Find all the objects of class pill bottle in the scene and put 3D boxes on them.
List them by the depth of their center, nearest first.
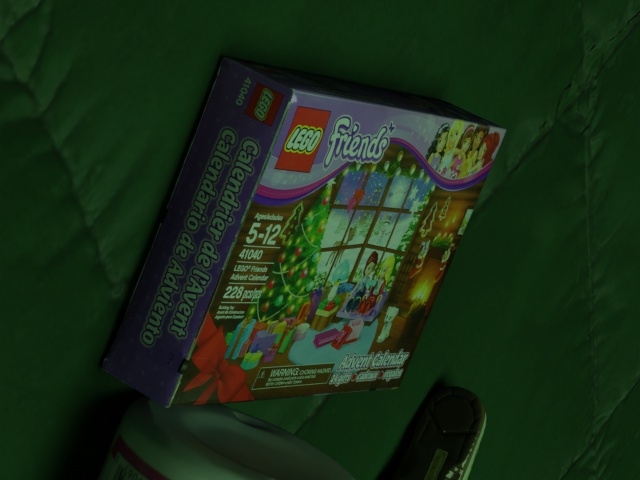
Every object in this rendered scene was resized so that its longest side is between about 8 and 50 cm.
[{"bbox_3d":[-0.095,0.251,1.165,0.160,0.160,0.283,8,109,-61],"label":"pill bottle"}]

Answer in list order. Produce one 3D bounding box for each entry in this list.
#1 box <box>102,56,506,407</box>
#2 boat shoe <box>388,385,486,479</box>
[{"bbox_3d":[0.000,0.000,1.212,0.293,0.057,0.201,2,112,-60],"label":"box"},{"bbox_3d":[0.082,0.212,1.546,0.190,0.068,0.072,-58,164,-9],"label":"boat shoe"}]
